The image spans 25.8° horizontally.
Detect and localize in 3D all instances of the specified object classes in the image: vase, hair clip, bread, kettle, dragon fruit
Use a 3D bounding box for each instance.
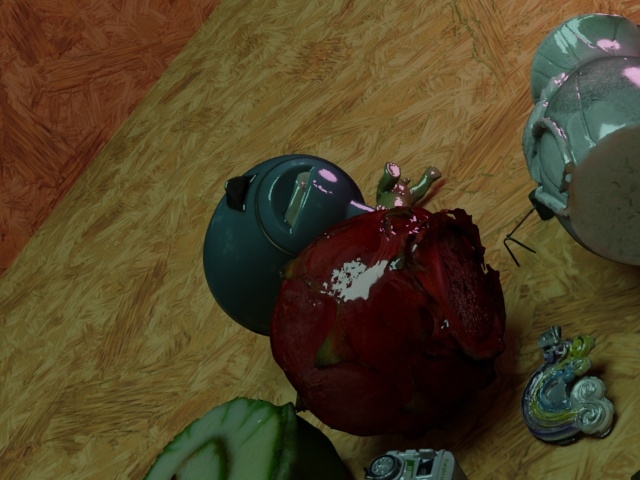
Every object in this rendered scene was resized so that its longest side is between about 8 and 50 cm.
[{"bbox_3d":[0.376,-0.143,1.769,0.250,0.250,0.445,-35,20,17],"label":"vase"},{"bbox_3d":[0.282,0.174,1.617,0.116,0.049,0.172,-44,28,33],"label":"hair clip"},{"bbox_3d":[-0.140,0.382,1.817,0.382,0.129,0.366,-38,25,14],"label":"bread"},{"bbox_3d":[0.000,0.000,2.011,0.342,0.320,0.247,123,165,-72],"label":"kettle"},{"bbox_3d":[0.086,0.101,1.750,0.302,0.296,0.295,-33,23,50],"label":"dragon fruit"}]

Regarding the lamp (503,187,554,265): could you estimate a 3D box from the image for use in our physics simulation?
[{"bbox_3d":[0.289,-0.027,1.924,0.041,0.054,0.121,-18,33,44],"label":"lamp"}]

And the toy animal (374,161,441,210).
[{"bbox_3d":[0.120,-0.055,2.218,0.101,0.103,0.218,-55,16,41],"label":"toy animal"}]

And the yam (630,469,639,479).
[{"bbox_3d":[0.324,0.287,1.285,0.107,0.107,0.183,-24,32,37],"label":"yam"}]

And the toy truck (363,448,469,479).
[{"bbox_3d":[0.100,0.345,1.529,0.124,0.114,0.253,-12,36,29],"label":"toy truck"}]
